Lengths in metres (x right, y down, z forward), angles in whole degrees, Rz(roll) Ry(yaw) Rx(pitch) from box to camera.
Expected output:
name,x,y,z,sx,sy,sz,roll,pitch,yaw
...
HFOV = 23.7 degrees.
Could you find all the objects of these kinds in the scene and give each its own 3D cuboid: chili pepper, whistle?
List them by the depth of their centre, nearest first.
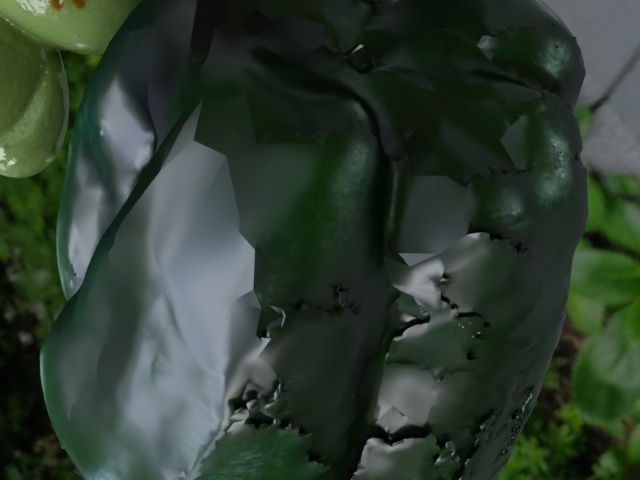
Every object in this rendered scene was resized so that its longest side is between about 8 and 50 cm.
name,x,y,z,sx,sy,sz,roll,pitch,yaw
chili pepper,0.000,0.000,0.676,0.248,0.233,0.256,-106,29,-42
whistle,-0.173,-0.097,0.723,0.141,0.294,0.141,39,174,5
